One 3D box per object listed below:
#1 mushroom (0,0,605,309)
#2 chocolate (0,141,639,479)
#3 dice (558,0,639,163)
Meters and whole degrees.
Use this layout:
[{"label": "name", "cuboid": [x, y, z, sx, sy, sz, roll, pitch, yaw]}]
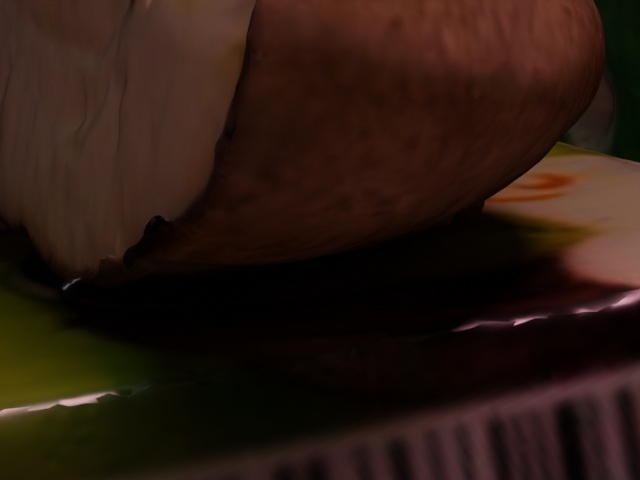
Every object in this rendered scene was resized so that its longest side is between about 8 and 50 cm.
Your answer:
[{"label": "mushroom", "cuboid": [-0.013, -0.070, 0.497, 0.151, 0.156, 0.286, 3, 21, -25]}, {"label": "chocolate", "cuboid": [-0.006, 0.057, 0.538, 0.301, 0.137, 0.289, -8, 13, -23]}, {"label": "dice", "cuboid": [0.291, -0.149, 1.098, 0.297, 0.300, 0.287, -5, 14, -13]}]
